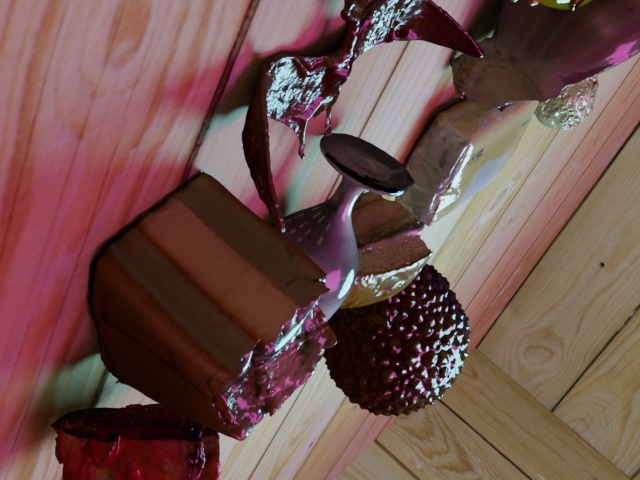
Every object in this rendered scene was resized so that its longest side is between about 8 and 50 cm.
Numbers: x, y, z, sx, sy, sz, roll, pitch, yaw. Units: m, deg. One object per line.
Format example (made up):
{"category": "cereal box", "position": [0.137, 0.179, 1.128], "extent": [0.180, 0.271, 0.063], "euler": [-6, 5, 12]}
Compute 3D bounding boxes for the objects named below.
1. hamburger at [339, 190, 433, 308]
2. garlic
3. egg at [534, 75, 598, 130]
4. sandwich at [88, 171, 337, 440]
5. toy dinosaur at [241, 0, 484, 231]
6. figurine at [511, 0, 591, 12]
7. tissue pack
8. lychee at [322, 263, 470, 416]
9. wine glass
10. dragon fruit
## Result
{"category": "hamburger", "position": [0.039, 0.043, 1.430], "extent": [0.207, 0.135, 0.155], "euler": [-30, 152, -50]}
{"category": "garlic", "position": [0.322, -0.262, 1.378], "extent": [0.292, 0.210, 0.237], "euler": [-36, 155, -17]}
{"category": "egg", "position": [0.405, -0.255, 1.782], "extent": [0.118, 0.116, 0.140], "euler": [4, 96, -56]}
{"category": "sandwich", "position": [-0.101, 0.091, 1.035], "extent": [0.155, 0.198, 0.227], "euler": [-41, 162, -29]}
{"category": "toy dinosaur", "position": [0.043, -0.148, 1.040], "extent": [0.207, 0.113, 0.327], "euler": [-57, 165, 24]}
{"category": "figurine", "position": [0.303, -0.380, 1.103], "extent": [0.327, 0.169, 0.218], "euler": [-56, 168, 24]}
{"category": "tissue pack", "position": [0.218, -0.136, 1.588], "extent": [0.222, 0.090, 0.186], "euler": [-34, 156, -45]}
{"category": "lychee", "position": [0.119, 0.138, 1.715], "extent": [0.271, 0.271, 0.271], "euler": [-45, 164, -17]}
{"category": "wine glass", "position": [0.000, 0.000, 1.245], "extent": [0.126, 0.126, 0.241], "euler": [-23, 148, -58]}
{"category": "dragon fruit", "position": [-0.176, 0.239, 1.112], "extent": [0.163, 0.189, 0.261], "euler": [-32, -177, -17]}
